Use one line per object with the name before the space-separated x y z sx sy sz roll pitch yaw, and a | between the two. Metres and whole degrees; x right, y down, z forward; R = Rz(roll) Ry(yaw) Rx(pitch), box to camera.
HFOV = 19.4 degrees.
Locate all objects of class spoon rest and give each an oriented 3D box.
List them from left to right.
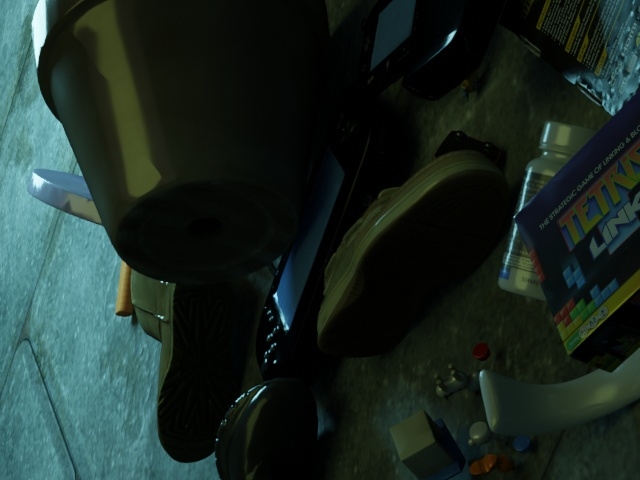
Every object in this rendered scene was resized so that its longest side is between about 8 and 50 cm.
spoon rest | 0.236 0.058 1.346 0.276 0.084 0.137 -40 42 35

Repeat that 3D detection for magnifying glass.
magnifying glass | -0.253 -0.010 2.520 0.092 0.026 0.231 -31 52 59

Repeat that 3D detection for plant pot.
plant pot | -0.133 -0.117 1.949 0.323 0.323 0.280 -52 38 45

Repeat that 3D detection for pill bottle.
pill bottle | 0.191 -0.020 1.460 0.078 0.078 0.137 21 98 66

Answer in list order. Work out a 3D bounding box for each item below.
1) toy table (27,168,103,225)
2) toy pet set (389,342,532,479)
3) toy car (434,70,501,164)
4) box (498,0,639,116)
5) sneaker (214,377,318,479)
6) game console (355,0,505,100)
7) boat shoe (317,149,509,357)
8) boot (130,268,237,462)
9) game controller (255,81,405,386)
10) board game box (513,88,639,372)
toy table | -0.219 -0.099 2.252 0.252 0.274 0.161 -3 -72 -68
toy pet set | 0.124 0.169 1.571 0.114 0.065 0.122 -31 43 12
toy car | 0.145 -0.102 1.682 0.040 0.060 0.122 63 -140 -52
box | 0.267 -0.263 1.414 0.257 0.079 0.322 -124 51 -62
sneaker | -0.047 0.276 1.847 0.130 0.109 0.286 36 119 54
game console | 0.098 -0.207 1.678 0.361 0.044 0.213 143 148 -67
boat shoe | 0.073 -0.003 1.688 0.302 0.109 0.098 124 148 -51
boot | -0.168 0.120 2.201 0.269 0.089 0.236 -159 75 -72
game controller | 0.000 0.000 1.895 0.319 0.067 0.166 -70 25 16
board game box | 0.221 -0.016 1.290 0.170 0.048 0.141 -48 39 28
